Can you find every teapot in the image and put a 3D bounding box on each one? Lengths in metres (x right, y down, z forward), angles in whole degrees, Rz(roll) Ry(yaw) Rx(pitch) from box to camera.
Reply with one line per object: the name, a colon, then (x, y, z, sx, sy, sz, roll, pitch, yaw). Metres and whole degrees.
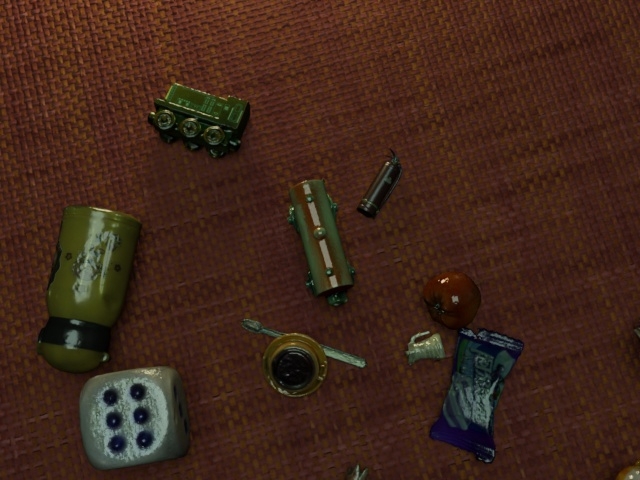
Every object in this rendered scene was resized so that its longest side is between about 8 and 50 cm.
teapot: (0.224, 0.234, 1.827, 0.083, 0.057, 0.067, -16, 82, 3)

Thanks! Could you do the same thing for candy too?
candy: (0.334, 0.324, 1.800, 0.145, 0.070, 0.275, 16, 81, 13)

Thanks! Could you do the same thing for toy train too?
toy train: (0.000, 0.000, 1.819, 0.116, 0.177, 0.285, -14, 79, -1)
toy train: (-0.279, -0.280, 1.934, 0.225, 0.090, 0.137, 18, 72, 5)

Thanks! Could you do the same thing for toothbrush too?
toothbrush: (-0.036, 0.227, 1.850, 0.294, 0.028, 0.026, 19, 80, 0)

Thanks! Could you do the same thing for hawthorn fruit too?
hawthorn fruit: (0.287, 0.126, 1.823, 0.125, 0.140, 0.125, 8, 112, 21)

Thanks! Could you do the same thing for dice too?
dice: (-0.381, 0.368, 1.741, 0.194, 0.192, 0.193, -8, 77, 1)

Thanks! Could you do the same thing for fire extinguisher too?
fire extinguisher: (0.140, -0.127, 1.911, 0.064, 0.043, 0.158, 36, 80, -22)

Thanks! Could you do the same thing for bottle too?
bottle: (-0.504, 0.109, 1.809, 0.171, 0.171, 0.351, 9, 78, 3)

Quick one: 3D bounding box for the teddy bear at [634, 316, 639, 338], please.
teddy bear: (0.894, 0.253, 1.685, 0.375, 0.327, 0.362, -29, 96, 34)

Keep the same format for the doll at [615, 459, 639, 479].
doll: (0.630, 0.580, 1.683, 0.166, 0.162, 0.270, 34, 84, 41)

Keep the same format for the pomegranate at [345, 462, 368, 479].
pomegranate: (0.047, 0.544, 1.733, 0.129, 0.129, 0.159, -7, 58, 0)

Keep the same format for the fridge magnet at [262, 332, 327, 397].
fridge magnet: (-0.056, 0.270, 1.813, 0.143, 0.063, 0.143, 0, 98, 2)
